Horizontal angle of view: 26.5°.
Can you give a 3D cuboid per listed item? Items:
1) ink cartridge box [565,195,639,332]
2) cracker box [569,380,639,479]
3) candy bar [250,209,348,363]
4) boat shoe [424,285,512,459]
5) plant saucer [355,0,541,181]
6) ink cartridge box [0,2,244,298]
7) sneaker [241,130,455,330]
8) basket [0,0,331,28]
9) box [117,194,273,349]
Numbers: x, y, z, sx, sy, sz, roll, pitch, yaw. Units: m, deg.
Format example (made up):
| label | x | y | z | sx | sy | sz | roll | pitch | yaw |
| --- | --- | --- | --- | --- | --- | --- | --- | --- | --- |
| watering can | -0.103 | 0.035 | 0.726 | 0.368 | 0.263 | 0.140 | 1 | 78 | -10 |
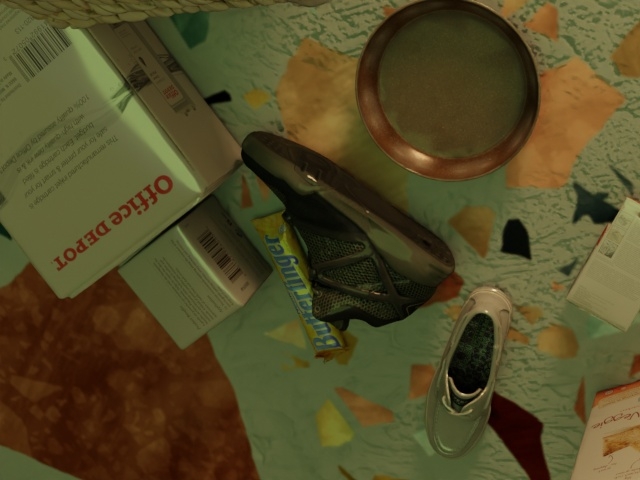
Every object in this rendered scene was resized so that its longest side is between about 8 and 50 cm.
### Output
| label | x | y | z | sx | sy | sz | roll | pitch | yaw |
| --- | --- | --- | --- | --- | --- | --- | --- | --- | --- |
| ink cartridge box | 0.274 | 0.018 | 1.216 | 0.063 | 0.029 | 0.115 | 29 | 114 | 7 |
| cracker box | 0.302 | 0.183 | 1.152 | 0.156 | 0.232 | 0.067 | -19 | 102 | 23 |
| candy bar | -0.018 | 0.046 | 1.331 | 0.040 | 0.018 | 0.161 | -20 | 101 | 24 |
| boat shoe | 0.139 | 0.134 | 1.283 | 0.066 | 0.063 | 0.184 | 24 | 114 | 9 |
| plant saucer | 0.115 | -0.136 | 1.214 | 0.168 | 0.029 | 0.168 | 6 | 110 | 17 |
| ink cartridge box | -0.240 | -0.118 | 1.291 | 0.207 | 0.117 | 0.283 | -35 | 95 | 26 |
| sneaker | 0.000 | 0.000 | 1.269 | 0.227 | 0.087 | 0.130 | 37 | 110 | -3 |
| basket | -0.166 | -0.355 | 1.024 | 0.266 | 0.328 | 0.331 | -3 | 84 | 22 |
| box | -0.119 | 0.030 | 1.312 | 0.087 | 0.102 | 0.101 | -36 | 95 | 24 |
